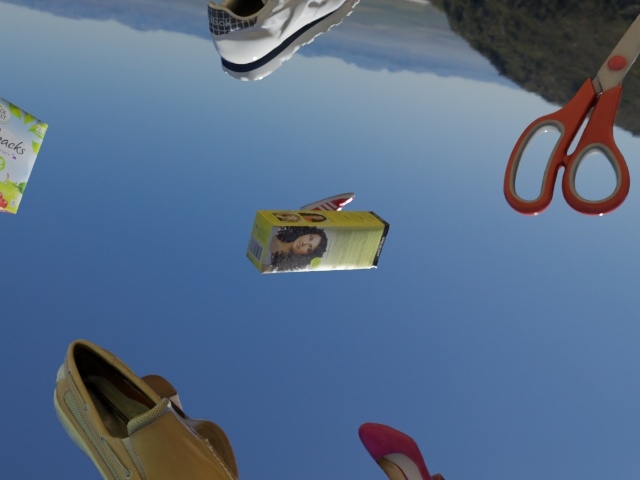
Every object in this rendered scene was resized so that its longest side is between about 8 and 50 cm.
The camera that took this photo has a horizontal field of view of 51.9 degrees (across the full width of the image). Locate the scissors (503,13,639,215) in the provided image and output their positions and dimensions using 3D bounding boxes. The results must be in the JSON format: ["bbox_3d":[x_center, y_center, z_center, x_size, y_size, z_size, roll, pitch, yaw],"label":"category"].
[{"bbox_3d":[0.260,-0.152,0.617,0.108,0.297,0.021,14,165,31],"label":"scissors"}]

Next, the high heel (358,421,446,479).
[{"bbox_3d":[0.147,0.428,1.162,0.082,0.244,0.117,-28,-155,29],"label":"high heel"}]

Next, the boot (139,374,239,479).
[{"bbox_3d":[-0.200,0.360,0.991,0.109,0.220,0.283,-29,-136,-30],"label":"boot"}]

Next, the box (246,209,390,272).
[{"bbox_3d":[0.000,0.000,1.062,0.232,0.088,0.058,-3,-151,-35],"label":"box"}]

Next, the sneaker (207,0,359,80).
[{"bbox_3d":[-0.030,-0.282,0.736,0.090,0.095,0.235,27,-116,30],"label":"sneaker"}]

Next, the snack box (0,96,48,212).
[{"bbox_3d":[-0.578,-0.162,1.090,0.070,0.175,0.207,8,165,27],"label":"snack box"}]

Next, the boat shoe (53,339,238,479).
[{"bbox_3d":[-0.110,0.135,0.428,0.190,0.072,0.068,32,-139,20],"label":"boat shoe"}]

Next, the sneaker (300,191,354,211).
[{"bbox_3d":[0.022,-0.056,1.364,0.118,0.067,0.042,-18,178,13],"label":"sneaker"}]
